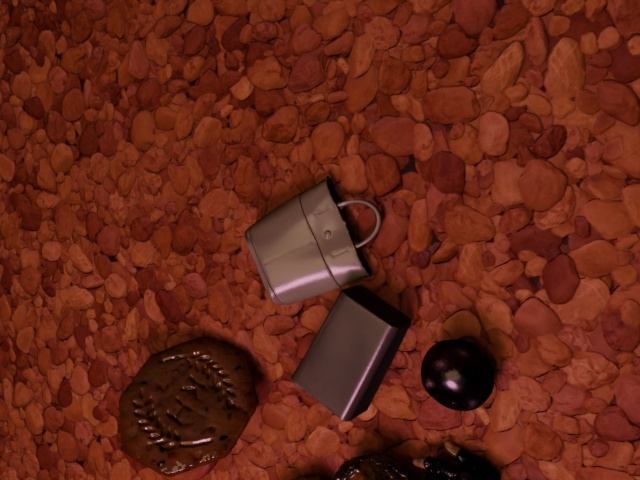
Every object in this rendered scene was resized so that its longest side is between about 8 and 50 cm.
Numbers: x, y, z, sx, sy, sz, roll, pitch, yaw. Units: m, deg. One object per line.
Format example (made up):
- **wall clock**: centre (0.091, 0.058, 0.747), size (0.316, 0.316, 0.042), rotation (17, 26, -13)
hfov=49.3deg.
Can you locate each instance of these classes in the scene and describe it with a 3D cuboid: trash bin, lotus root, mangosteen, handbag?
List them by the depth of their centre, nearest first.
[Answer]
- **mangosteen**: centre (0.278, 0.260, 1.389), size (0.152, 0.152, 0.152), rotation (4, 97, 30)
- **lotus root**: centre (0.177, 0.625, 1.450), size (0.196, 0.179, 0.397), rotation (-42, 74, 17)
- **trash bin**: centre (0.072, 0.241, 1.510), size (0.164, 0.122, 0.240), rotation (35, 109, 22)
- **handbag**: centre (0.000, 0.000, 1.563), size (0.315, 0.109, 0.241), rotation (-26, 83, 16)

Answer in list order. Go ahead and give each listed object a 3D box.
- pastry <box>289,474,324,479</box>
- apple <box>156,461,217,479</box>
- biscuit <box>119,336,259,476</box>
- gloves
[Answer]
- **pastry**: centre (-0.030, 0.706, 1.594), size (0.255, 0.162, 0.311), rotation (2, 97, 28)
- **apple**: centre (-0.343, 0.507, 1.731), size (0.209, 0.209, 0.164), rotation (9, 97, 29)
- **biscuit**: centre (-0.319, 0.385, 1.665), size (0.359, 0.359, 0.046), rotation (20, 148, 27)
- **gloves**: centre (0.266, 0.495, 1.429), size (0.180, 0.106, 0.129), rotation (16, 105, 24)
